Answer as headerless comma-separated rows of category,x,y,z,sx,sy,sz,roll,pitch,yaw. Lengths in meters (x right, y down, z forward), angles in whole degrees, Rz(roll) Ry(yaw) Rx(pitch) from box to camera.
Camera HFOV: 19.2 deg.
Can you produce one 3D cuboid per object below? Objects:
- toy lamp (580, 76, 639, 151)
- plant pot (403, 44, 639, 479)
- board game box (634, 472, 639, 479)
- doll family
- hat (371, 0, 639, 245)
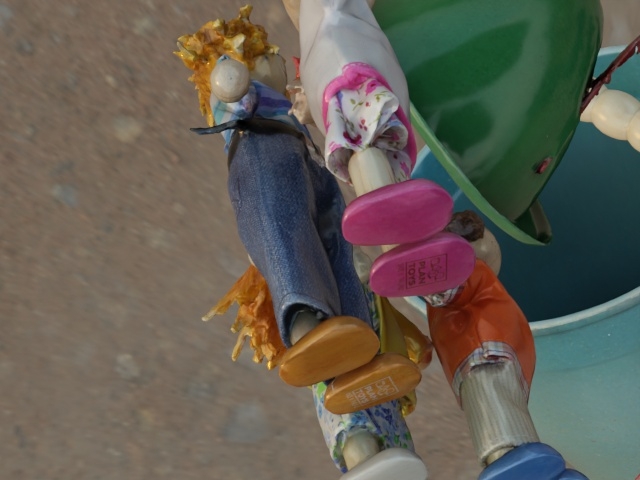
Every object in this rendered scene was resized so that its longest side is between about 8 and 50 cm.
toy lamp,0.235,-0.046,1.123,0.274,0.080,0.080,28,87,24
plant pot,0.218,0.044,1.343,0.271,0.255,0.272,-20,38,16
board game box,0.259,-0.036,0.523,0.302,0.308,0.086,-31,69,-31
doll family,0.000,0.000,0.690,0.118,0.263,0.163,-22,50,6
hat,0.132,-0.120,0.950,0.183,0.208,0.173,-36,105,14
